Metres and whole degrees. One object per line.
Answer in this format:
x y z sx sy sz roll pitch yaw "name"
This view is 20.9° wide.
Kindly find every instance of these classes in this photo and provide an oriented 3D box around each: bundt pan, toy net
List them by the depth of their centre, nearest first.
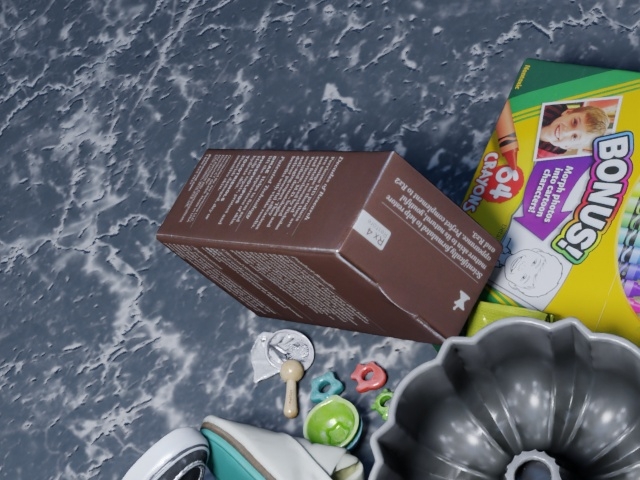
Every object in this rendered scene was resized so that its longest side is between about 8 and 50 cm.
0.217 0.247 1.717 0.330 0.124 0.331 -5 68 12 "bundt pan"
-0.006 0.157 2.025 0.122 0.045 0.232 -43 49 -5 "toy net"

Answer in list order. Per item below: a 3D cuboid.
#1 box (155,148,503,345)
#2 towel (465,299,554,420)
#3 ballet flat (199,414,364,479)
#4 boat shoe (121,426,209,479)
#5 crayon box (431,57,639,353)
0.000 0.000 1.950 0.381 0.191 0.143 8 64 55 "box"
0.187 0.187 1.844 0.102 0.021 0.237 9 93 31 "towel"
0.026 0.305 1.869 0.139 0.139 0.400 -45 54 -6 "ballet flat"
-0.191 0.348 1.910 0.102 0.108 0.301 38 103 30 "boat shoe"
0.317 -0.017 1.933 0.313 0.106 0.363 10 65 33 "crayon box"
